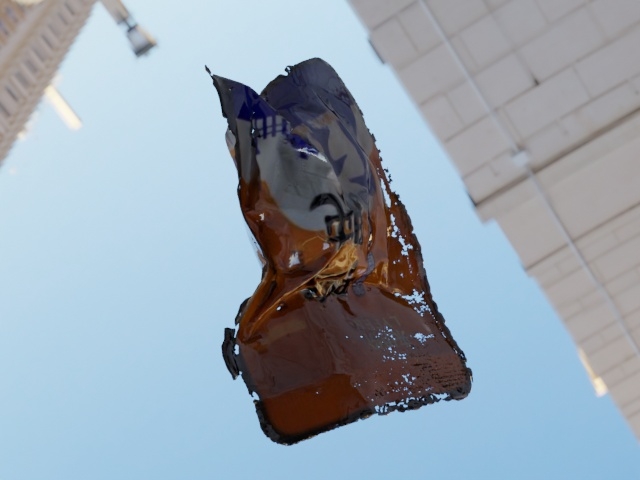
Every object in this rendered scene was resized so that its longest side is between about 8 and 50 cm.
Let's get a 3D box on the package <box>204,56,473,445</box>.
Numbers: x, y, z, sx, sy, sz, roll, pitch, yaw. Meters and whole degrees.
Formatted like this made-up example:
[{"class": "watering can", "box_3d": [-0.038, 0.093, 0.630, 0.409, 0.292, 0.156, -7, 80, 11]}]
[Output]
[{"class": "package", "box_3d": [-0.001, 0.000, 0.337, 0.033, 0.110, 0.077, -20, 175, 33]}]
